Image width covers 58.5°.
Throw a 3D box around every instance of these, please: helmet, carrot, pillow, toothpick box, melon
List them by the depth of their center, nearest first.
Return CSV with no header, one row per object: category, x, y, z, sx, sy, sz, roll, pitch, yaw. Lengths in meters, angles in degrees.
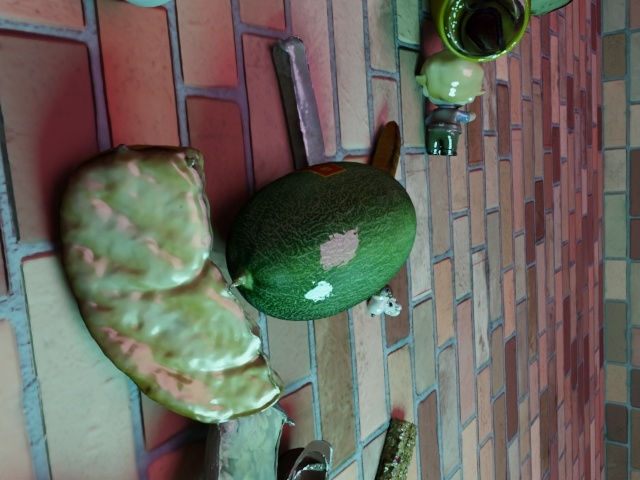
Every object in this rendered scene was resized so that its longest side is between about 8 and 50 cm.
pillow,-0.092,0.282,0.628,0.169,0.059,0.255,54,31,-51
melon,0.000,0.000,0.687,0.287,0.182,0.182,-24,110,-46
helmet,-0.035,0.309,0.753,0.089,0.057,0.111,39,66,-44
carrot,0.111,-0.136,0.945,0.048,0.048,0.139,39,59,-47
toothpick box,0.273,-0.415,0.986,0.271,0.175,0.175,-75,147,-53

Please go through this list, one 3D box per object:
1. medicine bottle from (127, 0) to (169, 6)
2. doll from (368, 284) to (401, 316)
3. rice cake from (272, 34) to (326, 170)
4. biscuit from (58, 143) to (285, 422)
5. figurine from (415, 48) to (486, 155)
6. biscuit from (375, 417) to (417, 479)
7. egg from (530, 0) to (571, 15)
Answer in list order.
medicine bottle,-0.203,-0.307,0.445,0.250,0.131,0.131,29,68,-51
doll,0.110,0.100,0.958,0.085,0.040,0.058,7,98,-49
rice cake,-0.025,-0.165,0.770,0.043,0.034,0.211,-25,112,-41
biscuit,-0.146,0.055,0.550,0.154,0.045,0.299,-21,105,-15
figurine,0.243,-0.258,1.073,0.108,0.114,0.196,-22,116,-52
biscuit,0.123,0.410,0.988,0.064,0.034,0.199,41,59,-45
egg,0.411,-0.641,1.134,0.287,0.287,0.379,-44,119,-44
